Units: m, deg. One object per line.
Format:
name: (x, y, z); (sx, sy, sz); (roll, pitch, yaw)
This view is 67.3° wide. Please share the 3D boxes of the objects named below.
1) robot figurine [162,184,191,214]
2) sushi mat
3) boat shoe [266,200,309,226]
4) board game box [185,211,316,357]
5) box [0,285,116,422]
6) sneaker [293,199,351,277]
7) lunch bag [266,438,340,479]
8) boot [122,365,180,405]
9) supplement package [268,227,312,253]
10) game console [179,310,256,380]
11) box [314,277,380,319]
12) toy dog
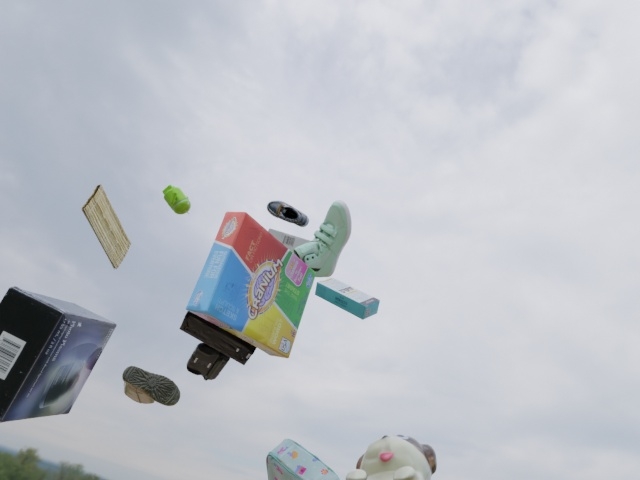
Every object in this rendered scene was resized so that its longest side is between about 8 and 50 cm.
robot figurine: (-0.499, -0.139, 1.676); (0.115, 0.067, 0.101); (51, 2, 11)
sushi mat: (-0.824, -0.047, 1.865); (0.019, 0.151, 0.316); (-1, -48, 8)
boat shoe: (-0.129, -0.106, 1.699); (0.184, 0.065, 0.083); (24, -2, 27)
board game box: (-0.146, 0.114, 1.137); (0.064, 0.242, 0.316); (2, -27, 34)
box: (-0.766, 0.315, 1.325); (0.183, 0.296, 0.294); (23, -13, 9)
sneaker: (0.000, 0.001, 1.448); (0.151, 0.255, 0.094); (-2, 24, -45)
lunch bag: (-0.049, 0.787, 1.519); (0.279, 0.108, 0.223); (21, -60, 39)
boot: (-0.645, 0.576, 1.835); (0.236, 0.089, 0.269); (31, -35, 2)
supplement package: (-0.126, 0.083, 2.075); (0.200, 0.197, 0.263); (17, -4, 13)
game console: (-0.323, 0.317, 1.406); (0.213, 0.043, 0.361); (32, -44, -5)
box: (0.103, 0.223, 1.882); (0.244, 0.101, 0.060); (24, -67, 36)
toy dog: (0.216, 0.704, 1.241); (0.285, 0.407, 0.395); (-24, -52, 22)
